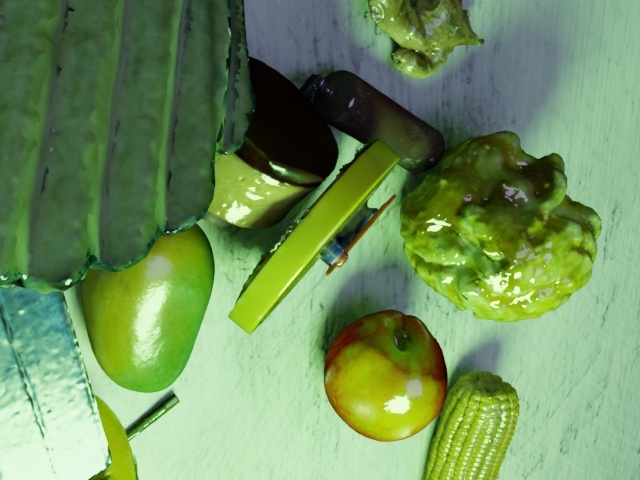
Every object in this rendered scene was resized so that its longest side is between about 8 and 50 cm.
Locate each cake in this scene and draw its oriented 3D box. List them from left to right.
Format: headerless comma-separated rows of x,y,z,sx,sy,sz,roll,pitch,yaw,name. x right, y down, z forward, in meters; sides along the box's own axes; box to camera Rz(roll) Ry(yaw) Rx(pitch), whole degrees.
-0.103,-0.089,1.112,0.185,0.208,0.178,37,117,-17,cake

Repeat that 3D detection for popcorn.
0.257,-0.013,1.407,0.282,0.282,0.247,-48,164,-12,popcorn

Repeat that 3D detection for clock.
0.003,0.003,1.189,0.277,0.071,0.293,-50,177,15,clock

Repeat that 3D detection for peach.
0.094,0.202,1.452,0.197,0.197,0.197,-21,125,-34,peach

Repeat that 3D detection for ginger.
0.130,-0.298,1.300,0.133,0.059,0.214,-44,134,-5,ginger

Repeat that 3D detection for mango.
-0.202,0.074,1.160,0.156,0.114,0.251,-24,139,-44,mango

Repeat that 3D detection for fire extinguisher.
0.059,-0.152,1.298,0.267,0.072,0.089,24,91,-47,fire extinguisher

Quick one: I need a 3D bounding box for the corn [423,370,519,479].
0.249,0.390,1.728,0.131,0.131,0.344,-7,117,-40,corn

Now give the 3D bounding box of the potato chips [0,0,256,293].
-0.200,-0.161,0.797,0.358,0.070,0.429,18,69,-37,potato chips

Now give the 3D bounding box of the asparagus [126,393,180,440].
-0.233,0.242,1.285,0.127,0.018,0.015,-39,99,-21,asparagus

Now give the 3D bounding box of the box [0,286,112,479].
-0.327,0.070,0.913,0.116,0.279,0.261,-28,128,-27,box

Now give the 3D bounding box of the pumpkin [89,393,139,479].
-0.326,0.276,1.139,0.217,0.217,0.110,10,145,-45,pumpkin
